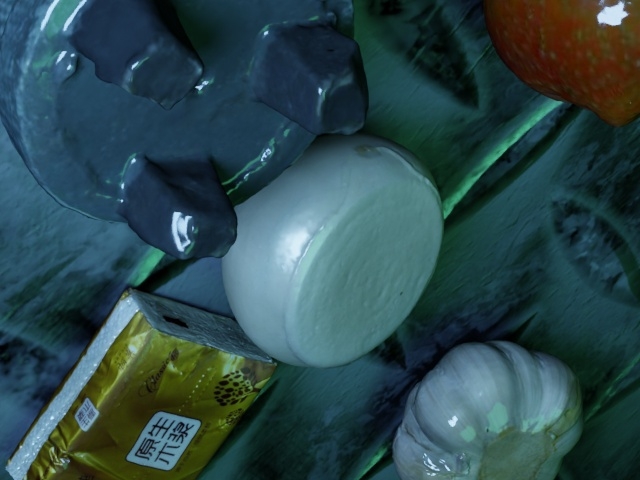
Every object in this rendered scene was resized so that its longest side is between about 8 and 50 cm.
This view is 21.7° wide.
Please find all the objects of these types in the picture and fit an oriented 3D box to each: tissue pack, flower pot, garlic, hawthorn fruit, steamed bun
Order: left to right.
[{"bbox_3d":[-0.174,0.169,1.624,0.183,0.092,0.226,22,108,-45],"label":"tissue pack"},{"bbox_3d":[-0.116,-0.165,1.233,0.299,0.283,0.299,-20,135,-21],"label":"flower pot"},{"bbox_3d":[0.000,0.000,1.566,0.232,0.145,0.232,-30,136,-33],"label":"steamed bun"},{"bbox_3d":[0.185,0.207,1.879,0.227,0.152,0.228,-15,135,-16],"label":"garlic"},{"bbox_3d":[0.292,-0.255,1.490,0.277,0.277,0.298,-10,111,-31],"label":"hawthorn fruit"}]
